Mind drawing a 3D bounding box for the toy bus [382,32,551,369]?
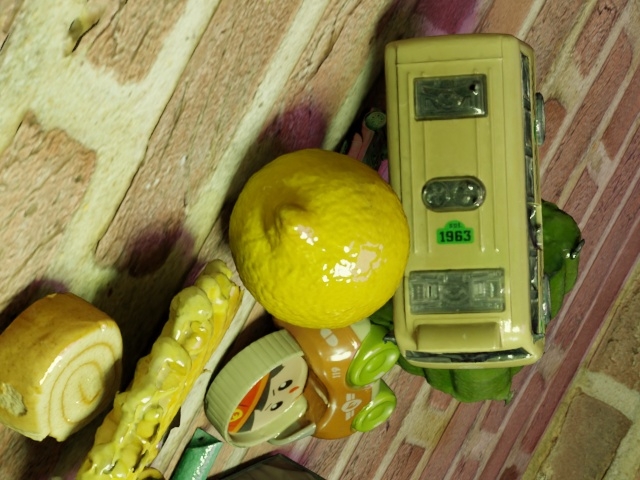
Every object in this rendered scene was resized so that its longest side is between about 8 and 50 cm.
[{"bbox_3d":[0.156,-0.040,1.718,0.202,0.177,0.365,6,81,-77],"label":"toy bus"}]

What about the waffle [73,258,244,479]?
[{"bbox_3d":[-0.161,0.159,1.494,0.312,0.060,0.307,-59,177,-5],"label":"waffle"}]

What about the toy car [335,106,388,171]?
[{"bbox_3d":[0.042,-0.085,1.764,0.069,0.055,0.142,75,34,-58],"label":"toy car"}]

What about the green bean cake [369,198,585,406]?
[{"bbox_3d":[0.171,0.046,1.947,0.250,0.247,0.156,-53,158,-19],"label":"green bean cake"}]

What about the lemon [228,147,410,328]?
[{"bbox_3d":[0.000,0.000,1.595,0.186,0.187,0.244,-63,165,2],"label":"lemon"}]

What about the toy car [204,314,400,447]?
[{"bbox_3d":[-0.035,0.160,1.816,0.235,0.145,0.235,-29,148,-21],"label":"toy car"}]

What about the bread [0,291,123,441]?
[{"bbox_3d":[-0.235,0.111,1.365,0.122,0.073,0.149,-43,157,-30],"label":"bread"}]

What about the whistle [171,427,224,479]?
[{"bbox_3d":[-0.165,0.304,1.788,0.186,0.039,0.039,-64,158,4],"label":"whistle"}]

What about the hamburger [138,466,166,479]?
[{"bbox_3d":[-0.191,0.317,1.640,0.162,0.115,0.162,-47,152,-34],"label":"hamburger"}]

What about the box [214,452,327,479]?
[{"bbox_3d":[-0.064,0.379,1.906,0.252,0.188,0.153,-6,122,-62],"label":"box"}]
